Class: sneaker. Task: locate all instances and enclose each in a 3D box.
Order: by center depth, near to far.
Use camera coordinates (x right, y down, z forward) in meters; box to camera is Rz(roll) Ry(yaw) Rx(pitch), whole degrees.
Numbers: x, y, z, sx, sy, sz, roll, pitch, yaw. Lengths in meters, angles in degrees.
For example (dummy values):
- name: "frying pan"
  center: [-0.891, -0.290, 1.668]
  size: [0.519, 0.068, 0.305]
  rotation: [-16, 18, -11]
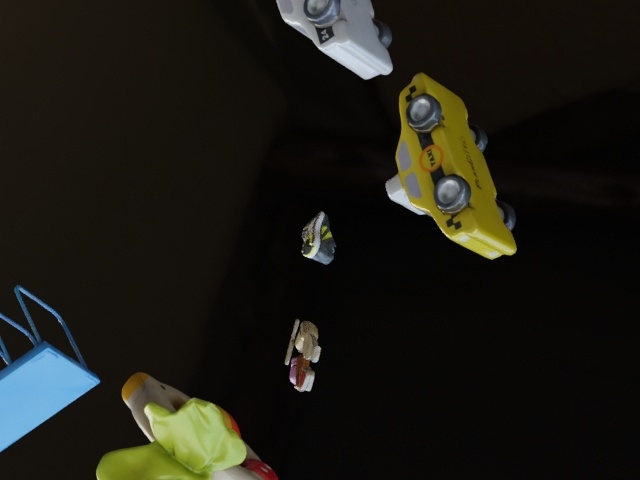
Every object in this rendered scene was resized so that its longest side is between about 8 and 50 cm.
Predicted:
- name: "sneaker"
  center: [0.000, 0.000, 1.777]
  size: [0.031, 0.035, 0.083]
  rotation: [-43, -161, 30]

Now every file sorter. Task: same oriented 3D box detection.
- name: "file sorter"
  center: [-0.357, 0.147, 1.750]
  size: [0.170, 0.118, 0.104]
  rotation: [-35, -121, 5]

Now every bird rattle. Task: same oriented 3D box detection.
- name: "bird rattle"
  center: [-0.094, 0.208, 1.533]
  size: [0.143, 0.253, 0.207]
  rotation: [-55, -140, 11]

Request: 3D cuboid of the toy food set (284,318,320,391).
- name: "toy food set"
  center: [-0.016, 0.134, 1.776]
  size: [0.019, 0.078, 0.122]
  rotation: [12, -166, -13]

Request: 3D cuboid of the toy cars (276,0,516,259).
- name: "toy cars"
  center: [0.054, -0.143, 1.510]
  size: [0.087, 0.394, 0.176]
  rotation: [-31, -171, 24]
